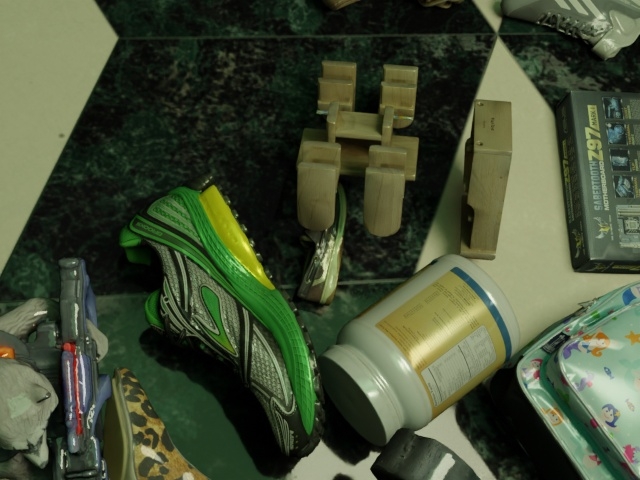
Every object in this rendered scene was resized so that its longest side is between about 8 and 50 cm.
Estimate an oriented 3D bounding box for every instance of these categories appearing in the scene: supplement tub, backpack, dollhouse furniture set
[{"bbox_3d":[0.109,0.123,1.290,0.199,0.144,0.144,-34,80,-20],"label":"supplement tub"},{"bbox_3d":[0.353,0.169,1.308,0.253,0.191,0.225,-30,81,-25],"label":"backpack"},{"bbox_3d":[0.095,-0.080,1.356,0.242,0.161,0.212,5,42,4],"label":"dollhouse furniture set"}]

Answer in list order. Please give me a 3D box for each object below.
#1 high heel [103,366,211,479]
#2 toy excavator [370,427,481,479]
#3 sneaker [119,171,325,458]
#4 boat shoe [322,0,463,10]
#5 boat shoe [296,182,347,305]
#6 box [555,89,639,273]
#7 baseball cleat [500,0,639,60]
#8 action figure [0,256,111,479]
[{"bbox_3d":[-0.131,0.254,1.244,0.186,0.093,0.261,-1,61,-30],"label":"high heel"},{"bbox_3d":[0.231,0.439,1.106,0.445,0.433,0.222,19,60,42],"label":"toy excavator"},{"bbox_3d":[-0.106,0.098,1.279,0.146,0.134,0.343,-29,70,-12],"label":"sneaker"},{"bbox_3d":[0.159,-0.358,1.483,0.341,0.121,0.110,-23,99,-6],"label":"boat shoe"},{"bbox_3d":[0.000,0.000,1.360,0.049,0.056,0.152,10,69,-13],"label":"boat shoe"},{"bbox_3d":[0.405,-0.075,1.465,0.183,0.059,0.233,1,71,-11],"label":"box"},{"bbox_3d":[0.344,-0.293,1.525,0.205,0.072,0.109,-6,79,-9],"label":"baseball cleat"},{"bbox_3d":[-0.286,0.203,1.081,0.178,0.330,0.341,-3,71,-15],"label":"action figure"}]
